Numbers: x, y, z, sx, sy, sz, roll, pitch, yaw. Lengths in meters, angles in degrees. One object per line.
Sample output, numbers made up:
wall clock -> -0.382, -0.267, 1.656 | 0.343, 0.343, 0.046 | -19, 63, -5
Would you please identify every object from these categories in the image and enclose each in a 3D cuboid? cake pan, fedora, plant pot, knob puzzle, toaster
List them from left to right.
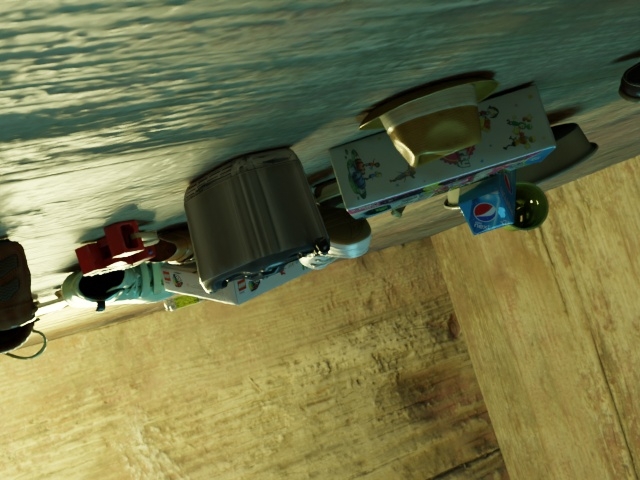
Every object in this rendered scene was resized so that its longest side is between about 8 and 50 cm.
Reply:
knob puzzle -> -0.566, 0.132, 2.357 | 0.213, 0.030, 0.213 | -19, 176, -1
toaster -> -0.085, -0.027, 1.553 | 0.129, 0.146, 0.227 | -16, 176, -36
fedora -> 0.143, -0.141, 1.490 | 0.194, 0.079, 0.194 | -17, 175, -2
cake pan -> 0.348, -0.137, 2.141 | 0.293, 0.054, 0.293 | -23, -171, 4
plant pot -> 0.327, -0.049, 1.989 | 0.083, 0.083, 0.079 | -17, 171, -10

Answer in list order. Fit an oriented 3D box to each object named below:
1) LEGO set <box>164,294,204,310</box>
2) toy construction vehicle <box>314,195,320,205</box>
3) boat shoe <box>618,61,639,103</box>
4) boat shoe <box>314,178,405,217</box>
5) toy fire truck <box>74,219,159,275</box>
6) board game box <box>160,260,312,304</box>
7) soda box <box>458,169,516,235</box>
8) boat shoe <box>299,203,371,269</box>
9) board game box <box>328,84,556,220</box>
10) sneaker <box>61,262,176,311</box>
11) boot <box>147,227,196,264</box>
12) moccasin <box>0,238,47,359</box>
LEGO set -> -0.225, 0.059, 2.315 | 0.287, 0.107, 0.132 | -18, 176, 4
toy construction vehicle -> 0.037, -0.077, 2.140 | 0.098, 0.035, 0.086 | -20, 175, 22
boat shoe -> 0.519, -0.256, 1.707 | 0.207, 0.073, 0.073 | -20, 139, -16
boat shoe -> 0.122, -0.084, 1.999 | 0.257, 0.095, 0.095 | -19, 175, 18
toy fire truck -> -0.293, 0.009, 1.808 | 0.135, 0.047, 0.192 | -21, 175, 25
board game box -> -0.104, 0.029, 2.122 | 0.193, 0.053, 0.305 | 9, -156, 44
soda box -> 0.271, -0.100, 1.932 | 0.071, 0.067, 0.210 | -19, -152, 22
boat shoe -> 0.000, 0.000, 1.951 | 0.098, 0.096, 0.277 | -18, -161, -25
board game box -> 0.175, -0.123, 1.753 | 0.303, 0.098, 0.224 | -18, 177, 4
sneaker -> -0.317, 0.069, 2.098 | 0.256, 0.094, 0.151 | -14, -179, -20
boot -> -0.191, 0.001, 1.970 | 0.197, 0.073, 0.152 | -22, 172, 29
moccasin -> -0.458, 0.103, 1.664 | 0.139, 0.147, 0.380 | -15, 175, -30
